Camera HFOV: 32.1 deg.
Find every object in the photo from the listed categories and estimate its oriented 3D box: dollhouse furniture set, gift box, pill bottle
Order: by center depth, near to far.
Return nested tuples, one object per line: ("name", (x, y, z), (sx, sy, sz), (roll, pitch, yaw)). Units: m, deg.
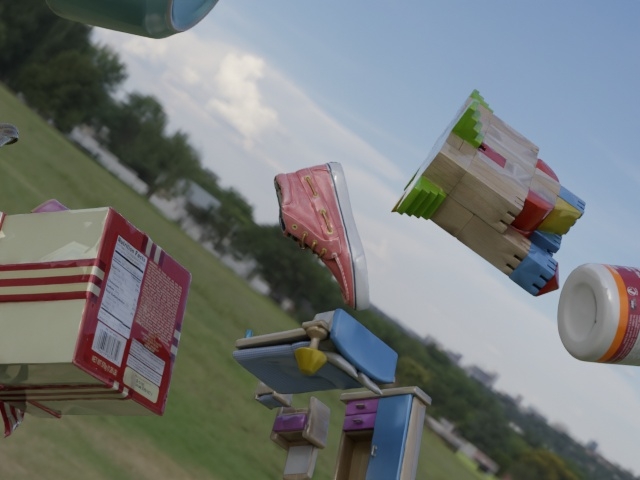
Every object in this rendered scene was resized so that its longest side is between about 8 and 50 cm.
("pill bottle", (0.415, 0.097, 1.369), (0.221, 0.121, 0.121), (6, 8, -19))
("gift box", (-0.361, 0.117, 1.498), (0.258, 0.276, 0.255), (-3, -32, 26))
("dollhouse furniture set", (-0.031, 0.257, 1.566), (0.286, 0.198, 0.303), (-12, -39, 35))

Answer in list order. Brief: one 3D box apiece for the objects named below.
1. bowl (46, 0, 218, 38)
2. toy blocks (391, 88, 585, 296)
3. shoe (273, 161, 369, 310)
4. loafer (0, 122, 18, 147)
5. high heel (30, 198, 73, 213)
("bowl", (-0.220, -0.401, 1.523), (0.163, 0.311, 0.311), (34, -4, 10))
("toy blocks", (0.284, -0.070, 1.704), (0.261, 0.191, 0.381), (36, 28, -1))
("shoe", (0.000, 0.000, 1.252), (0.063, 0.081, 0.178), (109, -30, -72))
("loafer", (-0.576, -0.177, 1.941), (0.148, 0.056, 0.050), (-3, 80, -72))
("high heel", (-0.441, 0.038, 1.644), (0.117, 0.244, 0.082), (31, -36, 31))
